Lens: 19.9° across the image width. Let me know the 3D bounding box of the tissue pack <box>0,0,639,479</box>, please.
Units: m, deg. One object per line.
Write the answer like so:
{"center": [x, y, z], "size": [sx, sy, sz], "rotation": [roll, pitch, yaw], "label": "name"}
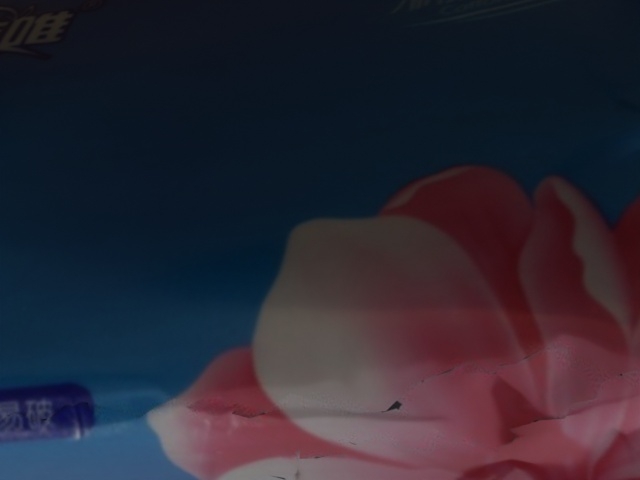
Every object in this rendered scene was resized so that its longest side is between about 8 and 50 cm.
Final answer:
{"center": [0.000, 0.000, 0.505], "size": [0.269, 0.209, 0.137], "rotation": [-6, 132, 20], "label": "tissue pack"}
